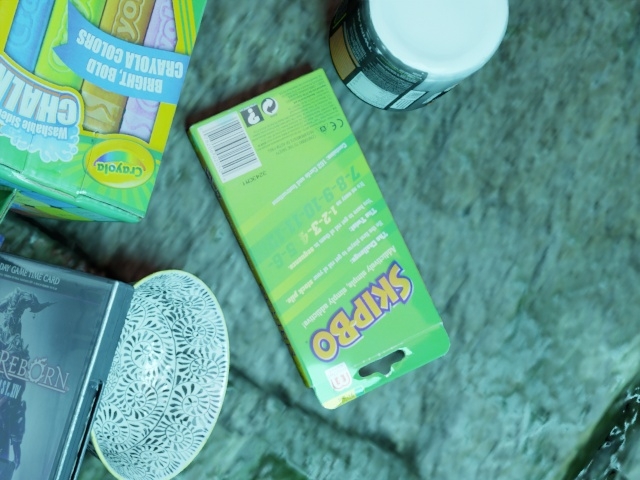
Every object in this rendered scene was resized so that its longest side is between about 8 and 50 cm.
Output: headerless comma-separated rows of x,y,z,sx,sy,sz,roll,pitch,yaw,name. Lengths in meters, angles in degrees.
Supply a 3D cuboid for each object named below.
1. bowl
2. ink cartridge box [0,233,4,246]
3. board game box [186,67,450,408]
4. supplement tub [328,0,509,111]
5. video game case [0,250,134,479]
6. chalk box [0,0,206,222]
-0.154,0.102,1.483,0.080,0.170,0.170,9,79,34,bowl
-0.448,0.055,1.454,0.307,0.072,0.304,26,78,-4,ink cartridge box
0.000,0.000,1.560,0.124,0.039,0.259,-25,86,-12,board game box
0.072,-0.168,1.512,0.117,0.190,0.117,1,85,-10,supplement tub
-0.250,0.147,1.424,0.026,0.196,0.274,21,83,-48,video game case
-0.226,-0.114,1.429,0.179,0.180,0.289,21,81,-37,chalk box
